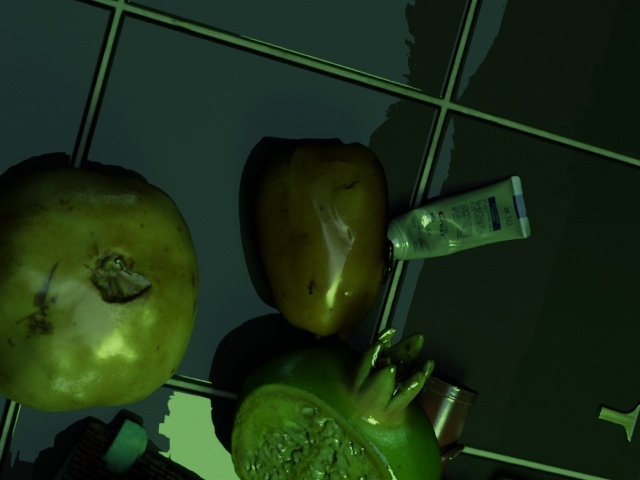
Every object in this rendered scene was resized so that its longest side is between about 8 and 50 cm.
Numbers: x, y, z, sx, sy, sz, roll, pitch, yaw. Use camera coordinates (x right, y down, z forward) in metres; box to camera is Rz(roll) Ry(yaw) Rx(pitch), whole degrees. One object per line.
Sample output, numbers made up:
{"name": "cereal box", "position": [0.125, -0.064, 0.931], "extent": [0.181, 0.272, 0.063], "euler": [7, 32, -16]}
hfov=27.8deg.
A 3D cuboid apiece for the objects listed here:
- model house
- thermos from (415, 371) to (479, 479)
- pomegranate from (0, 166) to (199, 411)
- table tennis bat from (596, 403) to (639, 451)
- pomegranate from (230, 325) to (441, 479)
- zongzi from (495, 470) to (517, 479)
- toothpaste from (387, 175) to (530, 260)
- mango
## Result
{"name": "model house", "position": [-0.242, 0.399, 1.795], "extent": [0.280, 0.230, 0.249], "euler": [33, 63, -10]}
{"name": "thermos", "position": [0.146, 0.315, 1.937], "extent": [0.124, 0.099, 0.232], "euler": [24, 92, 20]}
{"name": "pomegranate", "position": [-0.317, 0.066, 1.691], "extent": [0.332, 0.332, 0.333], "euler": [-2, 97, -13]}
{"name": "table tennis bat", "position": [0.511, 0.293, 2.060], "extent": [0.156, 0.013, 0.087], "euler": [19, 93, -16]}
{"name": "pomegranate", "position": [0.051, 0.253, 1.805], "extent": [0.310, 0.216, 0.358], "euler": [42, 121, 13]}
{"name": "zongzi", "position": [0.339, 0.415, 1.949], "extent": [0.189, 0.178, 0.081], "euler": [43, 68, -14]}
{"name": "toothpaste", "position": [0.190, -0.021, 1.932], "extent": [0.266, 0.061, 0.096], "euler": [-15, 98, -19]}
{"name": "mango", "position": [0.000, 0.000, 1.826], "extent": [0.152, 0.201, 0.287], "euler": [-9, 92, -54]}
